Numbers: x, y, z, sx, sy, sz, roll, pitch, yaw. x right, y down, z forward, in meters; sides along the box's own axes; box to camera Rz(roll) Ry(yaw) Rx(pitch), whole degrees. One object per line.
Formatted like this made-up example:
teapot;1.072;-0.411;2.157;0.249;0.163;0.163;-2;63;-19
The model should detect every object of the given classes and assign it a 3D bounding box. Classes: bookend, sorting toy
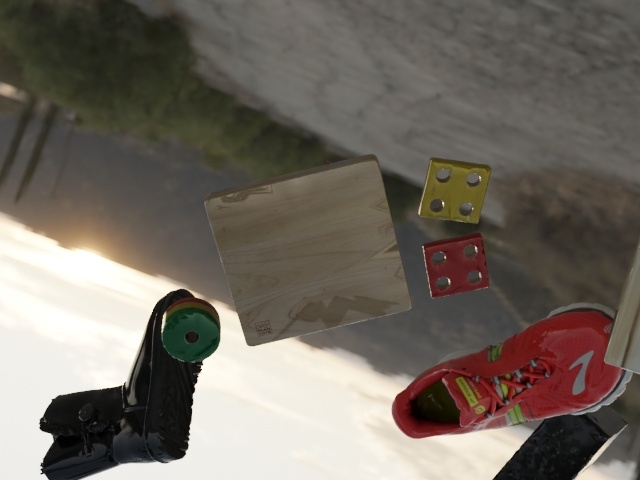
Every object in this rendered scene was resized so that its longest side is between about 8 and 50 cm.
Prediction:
bookend;0.290;0.265;1.761;0.072;0.156;0.157;42;-167;16
sorting toy;0.000;0.000;1.102;0.274;0.132;0.046;-14;-153;3

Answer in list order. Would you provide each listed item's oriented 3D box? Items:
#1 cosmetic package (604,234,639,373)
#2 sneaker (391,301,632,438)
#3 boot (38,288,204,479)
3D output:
cosmetic package;0.306;-0.057;1.040;0.113;0.309;0.160;16;-161;11
sneaker;0.183;0.145;1.409;0.118;0.107;0.279;-17;171;-47
boot;-0.260;0.188;1.848;0.207;0.246;0.094;-13;145;27
